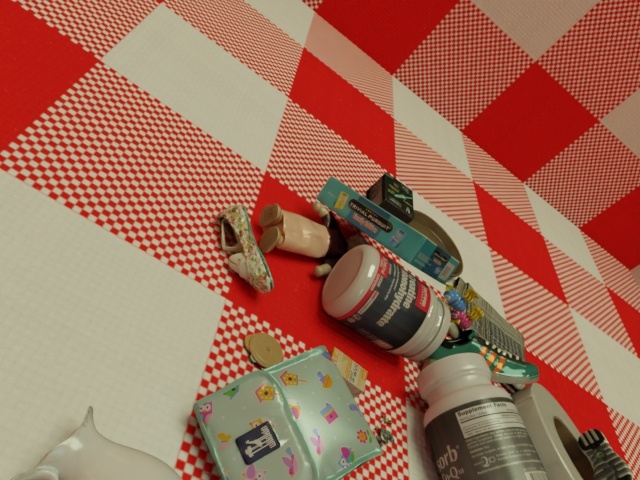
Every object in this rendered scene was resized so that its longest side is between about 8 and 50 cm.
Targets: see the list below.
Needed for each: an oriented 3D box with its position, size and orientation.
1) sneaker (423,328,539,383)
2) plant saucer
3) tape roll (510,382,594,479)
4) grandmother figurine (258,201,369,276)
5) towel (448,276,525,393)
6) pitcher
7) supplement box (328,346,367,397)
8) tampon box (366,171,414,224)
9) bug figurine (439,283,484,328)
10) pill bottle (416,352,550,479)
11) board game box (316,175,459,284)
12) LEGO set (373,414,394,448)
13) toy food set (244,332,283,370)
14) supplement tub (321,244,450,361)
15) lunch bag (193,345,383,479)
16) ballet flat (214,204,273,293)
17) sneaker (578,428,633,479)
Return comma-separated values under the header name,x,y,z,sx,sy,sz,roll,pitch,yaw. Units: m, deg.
name,x,y,z,sx,sy,sz,roll,pitch,yaw
sneaker,0.417,0.293,1.439,0.302,0.108,0.121,9,84,-4
plant saucer,0.368,0.015,1.887,0.278,0.041,0.278,30,35,-24
tape roll,0.594,0.534,1.358,0.392,0.072,0.392,44,23,-24
grandmother figurine,0.000,0.000,1.438,0.342,0.104,0.208,20,68,-39
towel,0.525,0.283,1.753,0.324,0.056,0.312,42,32,-4
pitcher,-0.275,0.334,0.713,0.207,0.125,0.178,39,24,3
supplement box,0.052,0.287,1.223,0.098,0.036,0.062,38,33,-12
tampon box,0.221,-0.115,1.805,0.120,0.101,0.161,33,35,-18
bug figurine,0.309,0.167,1.522,0.216,0.279,0.072,41,69,-36
pill bottle,0.348,0.446,1.222,0.210,0.210,0.363,18,41,-37
board game box,0.181,-0.027,1.499,0.336,0.079,0.254,37,5,34
LEGO set,0.141,0.407,1.202,0.054,0.023,0.083,31,35,-23
toy food set,-0.110,0.222,1.125,0.083,0.020,0.082,3,51,-48
supplement tub,0.156,0.152,1.348,0.272,0.191,0.191,34,34,-18
lunch bag,-0.062,0.326,0.942,0.262,0.160,0.223,-10,61,-42
ballet flat,-0.174,0.023,1.239,0.077,0.091,0.241,-12,54,-19
sneaker,0.700,0.562,1.327,0.132,0.086,0.229,52,20,-14
